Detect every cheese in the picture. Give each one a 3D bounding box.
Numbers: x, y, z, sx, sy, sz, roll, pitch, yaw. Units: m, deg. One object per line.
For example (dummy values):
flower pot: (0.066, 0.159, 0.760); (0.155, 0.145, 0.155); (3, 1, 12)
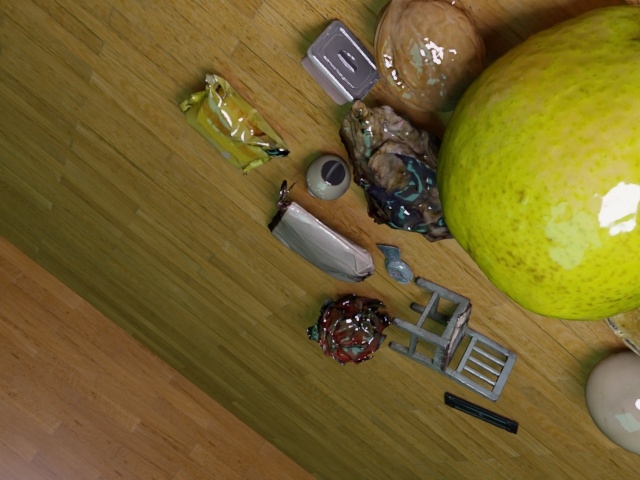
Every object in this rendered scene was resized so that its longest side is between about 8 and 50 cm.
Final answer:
cheese: (0.168, 0.054, 1.585); (0.067, 0.026, 0.121); (8, 140, 38)

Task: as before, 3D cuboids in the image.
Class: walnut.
walnut: (0.152, -0.272, 1.024); (0.155, 0.155, 0.184); (-3, 131, 46)

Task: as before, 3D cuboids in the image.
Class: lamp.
lamp: (0.004, -0.119, 1.460); (0.091, 0.091, 0.163); (39, 165, -7)

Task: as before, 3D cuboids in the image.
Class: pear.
pear: (0.345, -0.097, 0.897); (0.390, 0.391, 0.391); (25, 148, 17)

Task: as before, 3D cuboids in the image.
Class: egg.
egg: (0.613, 0.311, 1.351); (0.241, 0.186, 0.186); (36, 150, -5)

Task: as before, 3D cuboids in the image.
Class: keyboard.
keyboard: (0.427, 0.460, 1.917); (0.204, 0.013, 0.061); (19, 147, 24)

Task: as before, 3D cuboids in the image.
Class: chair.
chair: (0.297, 0.215, 1.576); (0.270, 0.136, 0.147); (26, 150, 17)

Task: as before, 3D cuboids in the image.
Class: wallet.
wallet: (-0.003, 0.002, 1.605); (0.274, 0.068, 0.335); (38, 166, -1)

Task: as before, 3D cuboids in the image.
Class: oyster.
oyster: (0.160, -0.104, 1.250); (0.221, 0.096, 0.361); (-7, 140, 17)

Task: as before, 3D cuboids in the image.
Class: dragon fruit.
dragon fruit: (0.073, 0.220, 1.777); (0.182, 0.182, 0.188); (45, 167, -16)

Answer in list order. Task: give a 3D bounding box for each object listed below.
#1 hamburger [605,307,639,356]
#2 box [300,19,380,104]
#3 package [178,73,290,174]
hamburger: (0.568, 0.114, 1.172); (0.309, 0.132, 0.211); (40, 150, -9)
box: (0.031, -0.287, 1.185); (0.122, 0.089, 0.062); (45, 158, -17)
package: (-0.179, -0.232, 1.463); (0.226, 0.090, 0.168); (44, 146, -20)
